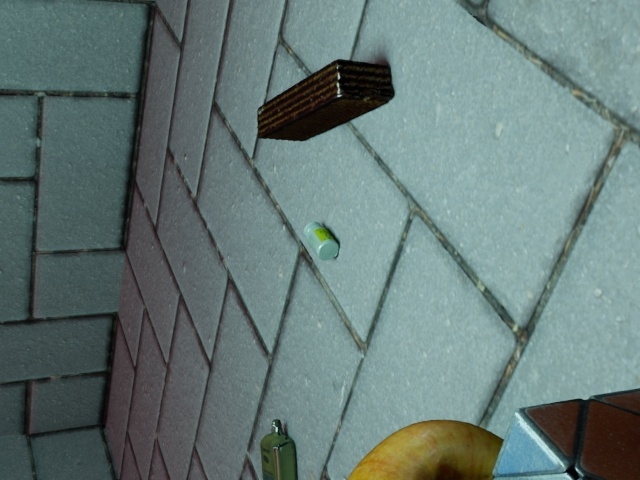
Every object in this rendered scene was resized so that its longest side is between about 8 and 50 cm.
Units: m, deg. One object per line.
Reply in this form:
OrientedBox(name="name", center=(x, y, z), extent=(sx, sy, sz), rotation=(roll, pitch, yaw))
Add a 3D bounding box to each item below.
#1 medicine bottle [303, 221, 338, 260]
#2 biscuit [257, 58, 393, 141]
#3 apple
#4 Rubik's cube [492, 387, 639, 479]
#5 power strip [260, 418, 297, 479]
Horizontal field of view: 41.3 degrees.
OrientedBox(name="medicine bottle", center=(0.000, 0.000, 1.689), extent=(0.083, 0.047, 0.047), rotation=(54, 139, 48))
OrientedBox(name="biscuit", center=(-0.003, -0.256, 1.598), extent=(0.388, 0.107, 0.073), rotation=(171, 98, -64))
OrientedBox(name="apple", center=(0.161, 0.390, 1.120), extent=(0.275, 0.299, 0.299), rotation=(119, 141, -60))
OrientedBox(name="Rubik's cube", center=(0.312, 0.304, 0.897), extent=(0.205, 0.207, 0.205), rotation=(48, 134, 50))
OrientedBox(name="power strip", center=(-0.092, 0.600, 1.928), extent=(0.092, 0.066, 0.387), rotation=(-3, 89, 62))
